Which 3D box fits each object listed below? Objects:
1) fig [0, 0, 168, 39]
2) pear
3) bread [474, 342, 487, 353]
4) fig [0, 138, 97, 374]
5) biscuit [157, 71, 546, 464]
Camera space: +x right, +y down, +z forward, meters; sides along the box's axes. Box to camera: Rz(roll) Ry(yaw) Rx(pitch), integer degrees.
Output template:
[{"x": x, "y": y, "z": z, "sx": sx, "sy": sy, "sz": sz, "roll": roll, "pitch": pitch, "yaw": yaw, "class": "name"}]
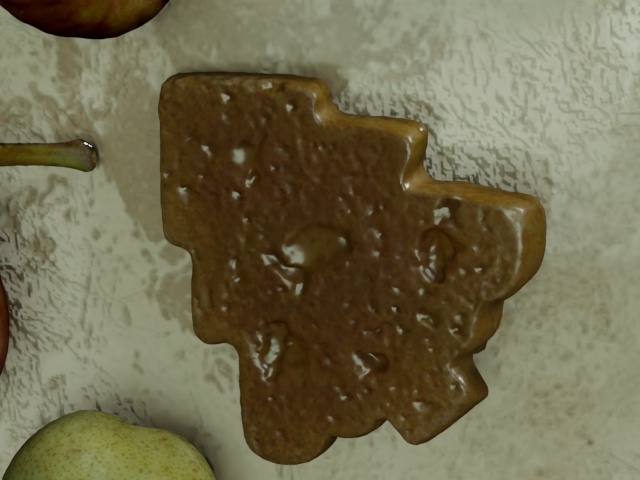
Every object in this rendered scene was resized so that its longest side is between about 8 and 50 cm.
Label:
[{"x": -0.157, "y": -0.204, "z": 0.884, "sx": 0.148, "sy": 0.202, "sz": 0.149, "roll": 3, "pitch": 96, "yaw": -28, "class": "fig"}, {"x": -0.146, "y": 0.201, "z": 0.982, "sx": 0.167, "sy": 0.136, "sz": 0.167, "roll": 3, "pitch": 109, "yaw": 9, "class": "pear"}, {"x": 0.101, "y": 0.036, "z": 0.940, "sx": 0.047, "sy": 0.036, "sz": 0.083, "roll": 21, "pitch": 111, "yaw": 6, "class": "bread"}, {"x": -0.297, "y": 0.014, "z": 0.944, "sx": 0.203, "sy": 0.186, "sz": 0.250, "roll": 29, "pitch": 101, "yaw": 22, "class": "fig"}, {"x": 0.001, "y": 0.000, "z": 0.931, "sx": 0.278, "sy": 0.043, "sz": 0.301, "roll": -38, "pitch": 86, "yaw": 29, "class": "biscuit"}]
